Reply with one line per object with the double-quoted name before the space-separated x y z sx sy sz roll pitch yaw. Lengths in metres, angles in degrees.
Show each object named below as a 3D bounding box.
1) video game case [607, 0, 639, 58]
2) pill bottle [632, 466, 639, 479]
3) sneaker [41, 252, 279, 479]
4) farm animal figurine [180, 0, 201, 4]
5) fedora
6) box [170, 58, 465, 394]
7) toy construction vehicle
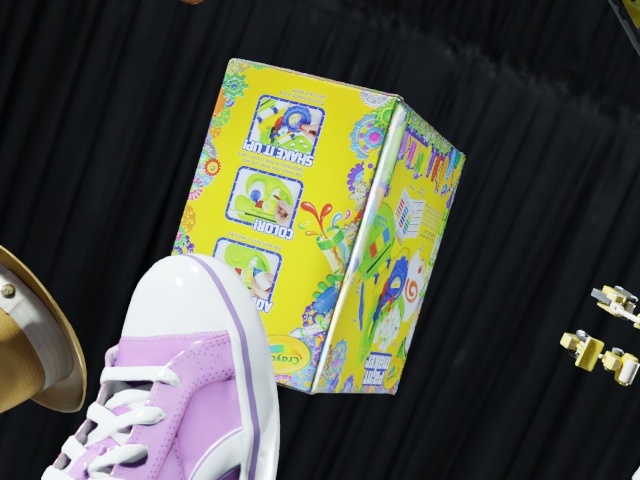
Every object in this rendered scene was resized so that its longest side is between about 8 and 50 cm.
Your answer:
"video game case" 0.348 -0.185 0.841 0.248 0.275 0.035 40 37 -50
"pill bottle" 0.315 0.147 0.954 0.086 0.152 0.086 35 9 -6
"sneaker" -0.111 0.132 0.612 0.102 0.282 0.161 -11 -21 42
"farm animal figurine" -0.167 -0.312 0.790 0.172 0.330 0.327 -10 27 22
"fedora" -0.279 0.081 1.005 0.194 0.194 0.079 28 49 24
"box" 0.000 0.000 1.241 0.177 0.279 0.290 16 -2 20
"toy construction vehicle" 0.272 0.089 1.177 0.035 0.086 0.098 17 15 -26
